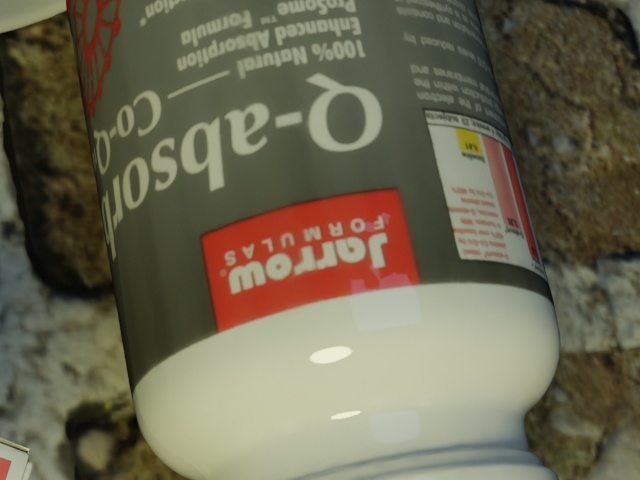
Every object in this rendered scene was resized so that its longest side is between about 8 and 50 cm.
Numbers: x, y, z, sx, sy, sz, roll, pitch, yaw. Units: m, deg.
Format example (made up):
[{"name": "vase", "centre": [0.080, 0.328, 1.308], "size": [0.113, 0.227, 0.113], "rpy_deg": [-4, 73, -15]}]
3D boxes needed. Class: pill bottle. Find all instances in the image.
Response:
[{"name": "pill bottle", "centre": [0.000, 0.000, 0.819], "size": [0.210, 0.210, 0.363], "rpy_deg": [-2, 67, -27]}]

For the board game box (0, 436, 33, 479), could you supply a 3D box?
[{"name": "board game box", "centre": [-0.196, 0.235, 0.619], "size": [0.053, 0.193, 0.305], "rpy_deg": [23, 58, -16]}]

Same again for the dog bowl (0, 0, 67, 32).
[{"name": "dog bowl", "centre": [-0.129, -0.222, 0.829], "size": [0.265, 0.265, 0.104], "rpy_deg": [-29, 79, -34]}]
